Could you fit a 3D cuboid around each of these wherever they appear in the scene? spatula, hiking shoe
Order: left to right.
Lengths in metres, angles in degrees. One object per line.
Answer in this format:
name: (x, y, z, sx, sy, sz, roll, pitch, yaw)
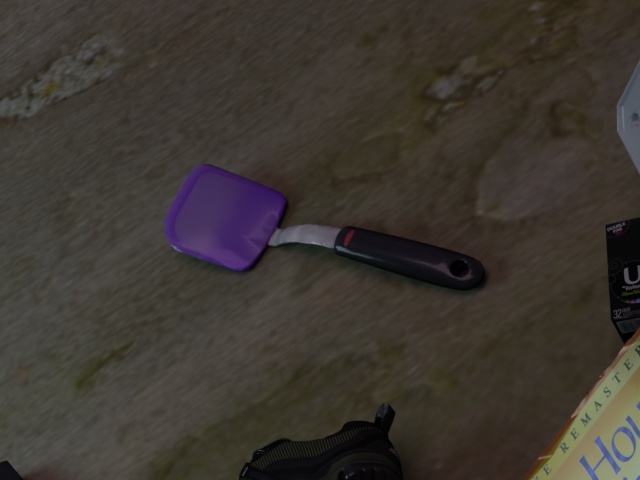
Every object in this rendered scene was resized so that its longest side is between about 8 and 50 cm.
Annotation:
hiking shoe: (-0.035, 0.199, 1.197, 0.227, 0.086, 0.114, -29, 22, 17)
spatula: (0.000, 0.000, 1.352, 0.296, 0.030, 0.084, 13, 64, 36)

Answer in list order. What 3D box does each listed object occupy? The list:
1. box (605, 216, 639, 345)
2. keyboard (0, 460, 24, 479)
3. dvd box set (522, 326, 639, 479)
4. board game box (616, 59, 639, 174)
box: (0.234, 0.029, 1.180, 0.062, 0.052, 0.083, -12, 50, 21)
keyboard: (-0.241, 0.302, 1.235, 0.201, 0.033, 0.317, -50, 41, -4)
dvd box set: (0.269, 0.214, 0.911, 0.307, 0.062, 0.420, -58, 39, 26)
board game box: (0.329, -0.060, 0.970, 0.050, 0.390, 0.390, -7, 54, -21)
